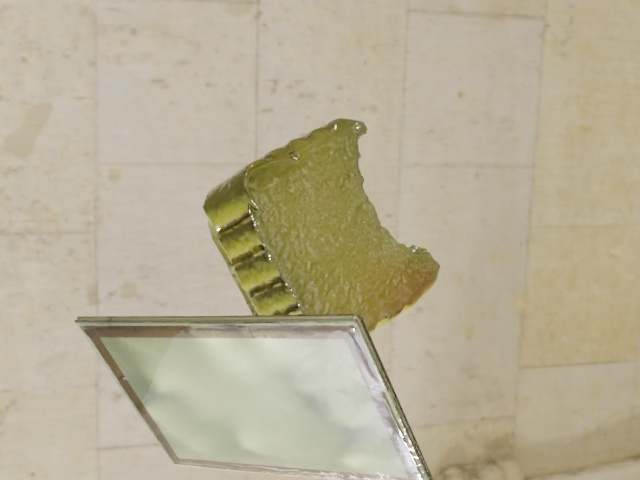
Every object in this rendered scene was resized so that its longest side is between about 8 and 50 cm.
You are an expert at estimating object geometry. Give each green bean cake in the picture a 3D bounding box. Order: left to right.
[{"bbox_3d":[0.000,0.000,1.146,0.124,0.233,0.236,-25,-86,49],"label":"green bean cake"}]

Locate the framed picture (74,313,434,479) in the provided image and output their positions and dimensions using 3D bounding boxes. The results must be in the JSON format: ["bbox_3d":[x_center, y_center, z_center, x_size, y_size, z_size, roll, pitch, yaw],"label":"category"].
[{"bbox_3d":[-0.048,0.114,0.703,0.010,0.231,0.173,-62,140,-42],"label":"framed picture"}]
